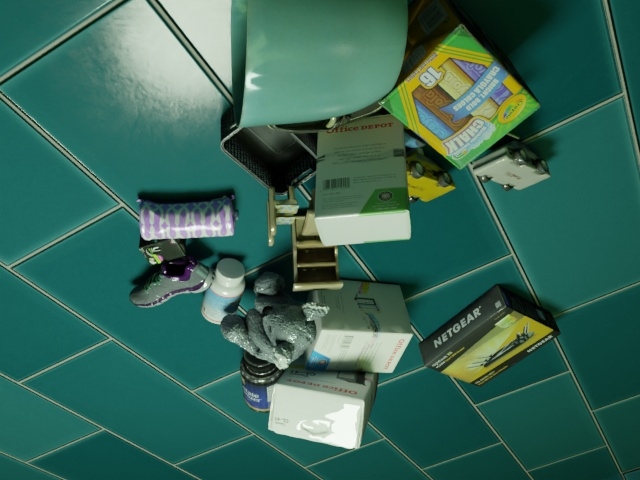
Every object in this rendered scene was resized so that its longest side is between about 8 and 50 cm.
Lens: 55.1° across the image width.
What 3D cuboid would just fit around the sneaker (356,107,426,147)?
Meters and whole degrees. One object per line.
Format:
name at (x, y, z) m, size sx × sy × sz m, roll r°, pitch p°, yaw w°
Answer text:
sneaker at (0.108, -0.223, 1.188) m, size 0.209 × 0.069 × 0.082 m, roll 21°, pitch 135°, yaw -25°

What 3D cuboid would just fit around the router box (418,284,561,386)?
router box at (0.472, 0.278, 1.730) m, size 0.243 × 0.081 × 0.309 m, roll 25°, pitch 126°, yaw -29°

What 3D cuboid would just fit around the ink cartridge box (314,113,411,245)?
ink cartridge box at (0.077, -0.110, 1.102) m, size 0.160 × 0.219 × 0.092 m, roll -4°, pitch 146°, yaw 10°

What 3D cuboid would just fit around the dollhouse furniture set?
dollhouse furniture set at (0.000, 0.000, 1.251) m, size 0.212 × 0.160 × 0.242 m, roll -2°, pitch 164°, yaw -7°

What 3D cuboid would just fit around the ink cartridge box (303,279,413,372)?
ink cartridge box at (0.085, 0.215, 1.543) m, size 0.233 × 0.168 × 0.171 m, roll 6°, pitch 134°, yaw -15°

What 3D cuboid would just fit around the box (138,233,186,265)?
box at (-0.347, 0.008, 1.350) m, size 0.083 × 0.052 × 0.062 m, roll -16°, pitch 135°, yaw 5°

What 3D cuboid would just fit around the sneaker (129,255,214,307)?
sneaker at (-0.355, 0.083, 1.391) m, size 0.224 × 0.083 × 0.098 m, roll -18°, pitch 139°, yaw 17°

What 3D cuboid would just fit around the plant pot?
plant pot at (-0.007, -0.316, 0.920) m, size 0.235 × 0.293 × 0.293 m, roll -1°, pitch 135°, yaw -12°

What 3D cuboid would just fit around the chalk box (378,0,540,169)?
chalk box at (0.244, -0.267, 1.083) m, size 0.289 × 0.180 × 0.179 m, roll 32°, pitch 122°, yaw -32°

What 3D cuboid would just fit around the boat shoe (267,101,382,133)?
boat shoe at (0.013, -0.224, 1.067) m, size 0.224 × 0.073 × 0.080 m, roll -11°, pitch 124°, yaw -8°

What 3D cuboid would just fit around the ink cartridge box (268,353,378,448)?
ink cartridge box at (0.021, 0.386, 1.567) m, size 0.226 × 0.306 × 0.131 m, roll 8°, pitch 98°, yaw 10°

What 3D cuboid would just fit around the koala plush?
koala plush at (-0.077, 0.194, 1.373) m, size 0.203 × 0.196 × 0.221 m, roll 45°, pitch 159°, yaw -16°

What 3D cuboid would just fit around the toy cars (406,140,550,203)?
toy cars at (0.290, -0.155, 1.266) m, size 0.394 × 0.087 × 0.176 m, roll -7°, pitch 161°, yaw -6°

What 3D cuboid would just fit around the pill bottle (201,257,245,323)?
pill bottle at (-0.228, 0.119, 1.455) m, size 0.087 × 0.087 × 0.160 m, roll 8°, pitch 133°, yaw -17°

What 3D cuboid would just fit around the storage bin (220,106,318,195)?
storage bin at (-0.093, -0.186, 1.176) m, size 0.122 × 0.084 × 0.180 m, roll -33°, pitch 131°, yaw 22°

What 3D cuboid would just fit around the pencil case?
pencil case at (-0.276, -0.048, 1.287) m, size 0.206 × 0.086 × 0.088 m, roll -4°, pitch 101°, yaw -8°

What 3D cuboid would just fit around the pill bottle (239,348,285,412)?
pill bottle at (-0.158, 0.369, 1.690) m, size 0.123 × 0.122 × 0.219 m, roll -4°, pitch 135°, yaw -5°
